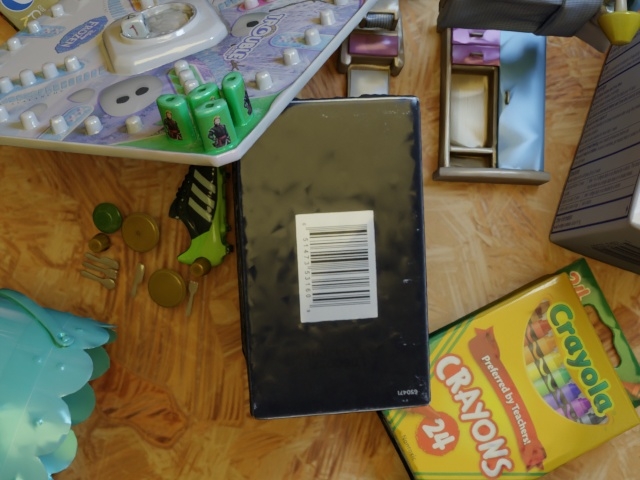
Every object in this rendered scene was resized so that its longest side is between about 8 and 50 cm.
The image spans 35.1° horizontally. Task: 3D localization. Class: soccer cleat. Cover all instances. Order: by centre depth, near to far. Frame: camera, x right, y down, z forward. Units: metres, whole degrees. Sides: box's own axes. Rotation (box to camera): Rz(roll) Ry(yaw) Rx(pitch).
[{"bbox_3d":[-0.143,-0.058,1.196,0.072,0.060,0.179,-2,87,3],"label":"soccer cleat"}]

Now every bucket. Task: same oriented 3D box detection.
[{"bbox_3d":[-0.344,0.184,1.058,0.183,0.281,0.281,21,85,-6],"label":"bucket"}]

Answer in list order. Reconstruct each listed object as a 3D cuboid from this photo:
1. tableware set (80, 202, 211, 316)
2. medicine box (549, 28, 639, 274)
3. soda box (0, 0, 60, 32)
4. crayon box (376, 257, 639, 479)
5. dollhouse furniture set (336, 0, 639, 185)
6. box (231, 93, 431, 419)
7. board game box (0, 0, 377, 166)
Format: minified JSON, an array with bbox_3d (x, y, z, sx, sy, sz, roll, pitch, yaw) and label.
[{"bbox_3d":[-0.203,0.018,1.185,0.154,0.024,0.104,19,108,10],"label":"tableware set"},{"bbox_3d":[0.403,-0.117,1.136,0.149,0.263,0.289,20,85,-3],"label":"medicine box"},{"bbox_3d":[-0.331,-0.261,1.192,0.181,0.061,0.058,43,83,0],"label":"soda box"},{"bbox_3d":[0.229,0.172,1.195,0.318,0.081,0.202,-27,88,-6],"label":"crayon box"},{"bbox_3d":[0.172,-0.183,1.104,0.286,0.303,0.198,2,85,-4],"label":"dollhouse furniture set"},{"bbox_3d":[0.000,0.000,1.063,0.182,0.294,0.296,-3,97,-7],"label":"box"},{"bbox_3d":[-0.161,-0.218,1.011,0.390,0.050,0.390,8,41,28],"label":"board game box"}]
